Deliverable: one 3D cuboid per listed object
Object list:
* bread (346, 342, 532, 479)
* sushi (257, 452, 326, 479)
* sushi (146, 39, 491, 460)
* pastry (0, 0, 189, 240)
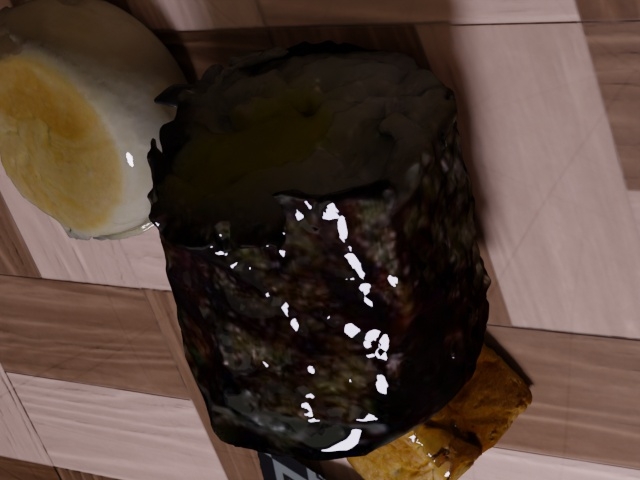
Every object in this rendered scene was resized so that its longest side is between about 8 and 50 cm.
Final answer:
[{"bbox_3d":[0.097,0.169,1.702,0.143,0.149,0.158,51,141,-4],"label":"bread"},{"bbox_3d":[0.048,0.440,1.999,0.359,0.064,0.343,27,141,38],"label":"sushi"},{"bbox_3d":[0.001,-0.002,1.519,0.281,0.299,0.294,-7,127,11],"label":"sushi"},{"bbox_3d":[-0.235,-0.126,1.721,0.265,0.133,0.264,24,137,24],"label":"pastry"}]
